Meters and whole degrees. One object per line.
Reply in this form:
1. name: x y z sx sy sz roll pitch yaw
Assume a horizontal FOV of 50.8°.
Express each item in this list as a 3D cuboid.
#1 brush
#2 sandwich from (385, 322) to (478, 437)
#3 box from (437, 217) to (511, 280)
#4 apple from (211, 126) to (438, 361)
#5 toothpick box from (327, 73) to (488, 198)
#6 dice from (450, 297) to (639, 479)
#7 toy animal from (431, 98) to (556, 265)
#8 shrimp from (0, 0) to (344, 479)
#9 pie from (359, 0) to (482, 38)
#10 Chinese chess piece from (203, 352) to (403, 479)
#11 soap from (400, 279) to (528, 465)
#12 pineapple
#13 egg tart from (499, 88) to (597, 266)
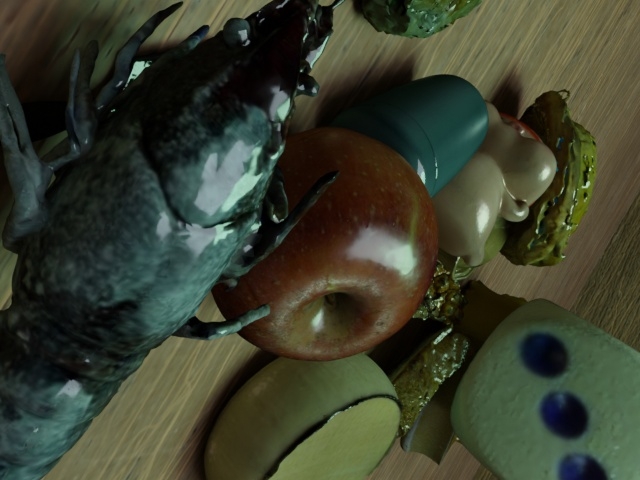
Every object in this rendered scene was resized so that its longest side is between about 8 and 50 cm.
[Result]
1. brush: -0.131 -0.091 0.443 0.193 0.016 0.063 -28 138 -46
2. sandwich: 0.129 0.237 1.058 0.214 0.065 0.186 -38 171 -38
3. box: 0.231 -0.027 1.007 0.111 0.111 0.177 -2 118 -58
4. apple: 0.000 0.000 0.575 0.201 0.162 0.201 -7 138 -6
5. toothpick box: 0.095 -0.104 0.697 0.184 0.120 0.120 -37 145 -43
6. dice: 0.408 0.277 1.069 0.277 0.304 0.304 -57 148 1
7. toy animal: 0.202 -0.083 0.855 0.197 0.171 0.171 -42 147 -27
8. shrimp: -0.119 0.010 0.392 0.221 0.166 0.410 34 84 -34
9. pie: 0.136 -0.333 0.566 0.288 0.103 0.355 -42 150 -20
10. Chinese chess piece: -0.017 0.240 0.806 0.250 0.103 0.250 -27 139 -26
11. soap: 0.265 0.244 1.274 0.259 0.143 0.281 -32 145 -58
12. pineapple: 0.173 0.096 1.087 0.114 0.077 0.114 -18 97 -38
13. egg tart: 0.348 -0.093 1.017 0.291 0.107 0.291 -173 -90 -87
